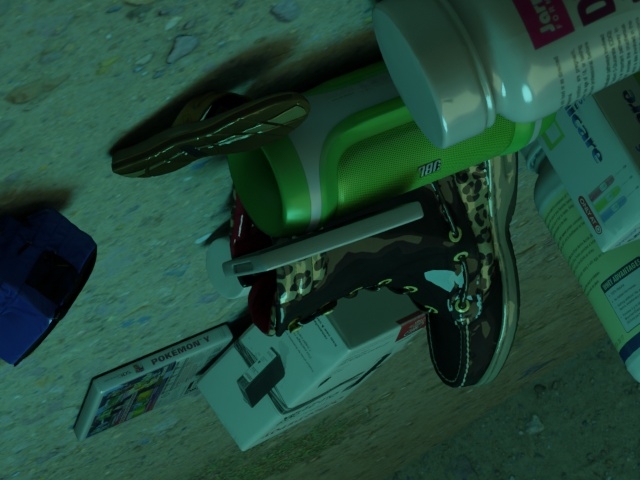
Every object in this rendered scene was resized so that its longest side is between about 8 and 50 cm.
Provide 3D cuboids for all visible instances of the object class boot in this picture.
[{"bbox_3d":[0.059,0.030,1.969,0.284,0.138,0.377,-19,134,-21],"label":"boot"}]

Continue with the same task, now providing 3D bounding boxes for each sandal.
[{"bbox_3d":[-0.098,-0.099,1.634,0.180,0.049,0.072,-17,163,16],"label":"sandal"}]

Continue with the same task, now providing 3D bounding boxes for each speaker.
[{"bbox_3d":[0.068,-0.103,1.754,0.296,0.131,0.131,-22,164,-23],"label":"speaker"}]

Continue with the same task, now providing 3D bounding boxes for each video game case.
[{"bbox_3d":[0.000,0.000,1.752,0.157,0.019,0.143,-19,-178,-17],"label":"video game case"},{"bbox_3d":[-0.211,0.178,2.386,0.183,0.023,0.201,-22,165,-22],"label":"video game case"}]

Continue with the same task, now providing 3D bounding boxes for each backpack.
[{"bbox_3d":[-0.253,0.026,1.663,0.098,0.101,0.120,-37,-164,42],"label":"backpack"}]

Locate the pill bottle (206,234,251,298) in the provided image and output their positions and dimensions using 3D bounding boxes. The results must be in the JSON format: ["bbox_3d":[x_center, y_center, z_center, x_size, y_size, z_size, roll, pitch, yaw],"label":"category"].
[{"bbox_3d":[-0.048,0.015,2.026,0.137,0.078,0.078,-15,160,-40],"label":"pill bottle"}]

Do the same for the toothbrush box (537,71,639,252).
[{"bbox_3d":[0.381,-0.137,2.047,0.283,0.206,0.122,-20,163,-32],"label":"toothbrush box"}]

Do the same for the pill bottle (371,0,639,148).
[{"bbox_3d":[0.198,-0.196,1.609,0.283,0.160,0.160,-27,165,-7],"label":"pill bottle"}]

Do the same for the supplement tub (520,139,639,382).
[{"bbox_3d":[0.390,-0.022,2.208,0.235,0.325,0.235,-26,165,-8],"label":"supplement tub"}]

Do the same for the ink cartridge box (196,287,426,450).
[{"bbox_3d":[0.001,0.126,2.368,0.197,0.114,0.273,-23,165,-44],"label":"ink cartridge box"}]
